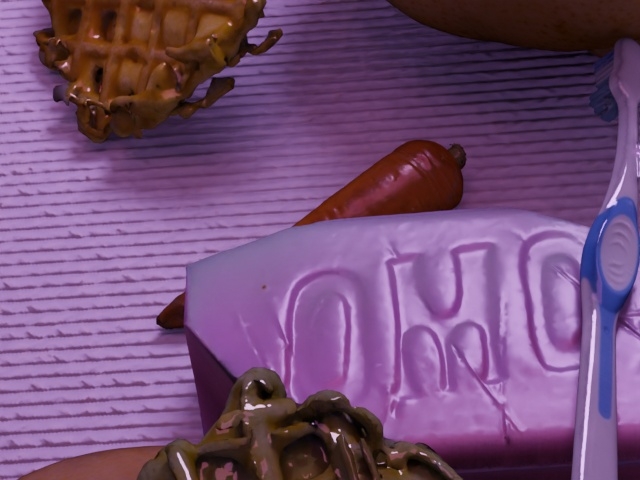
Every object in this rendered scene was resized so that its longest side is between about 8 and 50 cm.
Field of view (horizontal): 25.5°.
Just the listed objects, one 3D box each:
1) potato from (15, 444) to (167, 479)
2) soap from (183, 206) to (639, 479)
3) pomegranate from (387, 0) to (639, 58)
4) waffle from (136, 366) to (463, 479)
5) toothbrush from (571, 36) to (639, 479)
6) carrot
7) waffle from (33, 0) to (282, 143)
[{"bbox_3d":[-0.102,0.185,0.803,0.233,0.146,0.150,-16,43,-9],"label":"potato"},{"bbox_3d":[0.078,0.078,0.894,0.323,0.109,0.193,-4,51,4],"label":"soap"},{"bbox_3d":[0.178,-0.312,1.025,0.416,0.417,0.417,-3,52,4],"label":"pomegranate"},{"bbox_3d":[0.009,0.228,0.685,0.317,0.073,0.297,30,63,5],"label":"waffle"},{"bbox_3d":[0.173,0.018,0.836,0.040,0.040,0.386,3,51,9],"label":"toothbrush"},{"bbox_3d":[0.000,0.000,0.997,0.256,0.061,0.061,-30,55,-12],"label":"carrot"},{"bbox_3d":[-0.133,-0.211,1.082,0.060,0.280,0.262,9,47,-46],"label":"waffle"}]
